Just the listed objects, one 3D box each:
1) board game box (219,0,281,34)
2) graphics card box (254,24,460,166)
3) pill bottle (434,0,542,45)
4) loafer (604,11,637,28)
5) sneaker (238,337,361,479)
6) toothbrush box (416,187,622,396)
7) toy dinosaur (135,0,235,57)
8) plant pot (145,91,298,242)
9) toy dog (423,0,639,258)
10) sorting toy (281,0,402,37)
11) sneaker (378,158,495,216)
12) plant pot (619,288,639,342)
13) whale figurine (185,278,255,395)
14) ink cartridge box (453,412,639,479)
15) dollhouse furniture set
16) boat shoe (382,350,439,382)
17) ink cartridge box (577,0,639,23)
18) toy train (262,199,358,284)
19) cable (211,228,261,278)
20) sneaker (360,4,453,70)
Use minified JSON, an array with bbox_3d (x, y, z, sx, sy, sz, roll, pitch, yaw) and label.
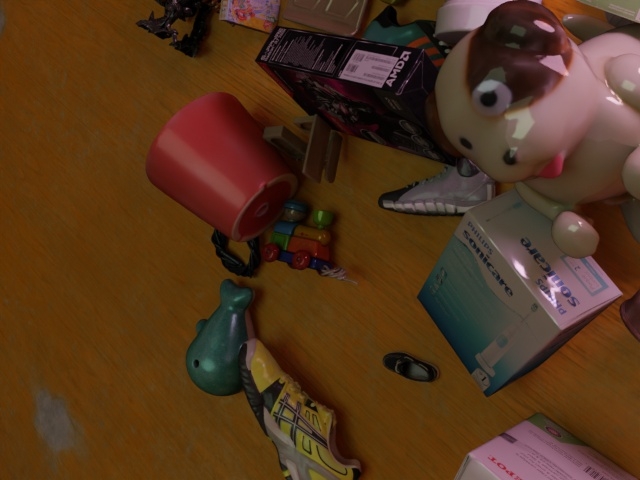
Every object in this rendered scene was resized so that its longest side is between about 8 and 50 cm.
[{"bbox_3d":[-0.150,-0.517,1.479,0.026,0.154,0.104,16,102,38],"label":"board game box"},{"bbox_3d":[0.077,-0.266,1.226,0.370,0.233,0.094,24,80,42],"label":"graphics card box"},{"bbox_3d":[0.294,-0.503,1.080,0.210,0.210,0.363,14,100,38],"label":"pill bottle"},{"bbox_3d":[0.464,-0.375,1.058,0.125,0.039,0.045,63,160,15],"label":"loafer"},{"bbox_3d":[-0.049,0.375,1.454,0.147,0.145,0.385,-30,81,3],"label":"sneaker"},{"bbox_3d":[0.294,0.087,1.071,0.216,0.126,0.296,56,158,23],"label":"toothbrush box"},{"bbox_3d":[-0.321,-0.574,1.631,0.218,0.164,0.322,-60,34,5],"label":"toy dinosaur"},{"bbox_3d":[-0.200,-0.144,1.481,0.243,0.275,0.275,44,118,17],"label":"plant pot"},{"bbox_3d":[0.348,-0.180,0.890,0.284,0.407,0.396,-40,55,58],"label":"toy dog"},{"bbox_3d":[0.066,-0.531,1.381,0.307,0.041,0.229,29,105,35],"label":"sorting toy"},{"bbox_3d":[0.218,-0.112,1.250,0.228,0.086,0.132,4,90,29],"label":"sneaker"},{"bbox_3d":[0.529,0.076,0.922,0.167,0.167,0.165,43,127,30],"label":"plant pot"},{"bbox_3d":[-0.231,0.231,1.583,0.216,0.141,0.272,20,104,37],"label":"whale figurine"},{"bbox_3d":[0.343,0.392,1.036,0.198,0.272,0.115,34,112,34],"label":"ink cartridge box"},{"bbox_3d":[-0.043,-0.165,1.396,0.151,0.144,0.123,0,72,34],"label":"dollhouse furniture set"},{"bbox_3d":[0.170,0.249,1.323,0.125,0.038,0.046,15,101,38],"label":"boat shoe"},{"bbox_3d":[0.478,-0.343,0.936,0.171,0.235,0.056,36,130,32],"label":"ink cartridge box"},{"bbox_3d":[0.000,0.000,1.422,0.248,0.105,0.144,12,86,38],"label":"toy train"},{"bbox_3d":[-0.202,0.007,1.612,0.150,0.047,0.185,-28,75,37],"label":"cable"},{"bbox_3d":[0.202,-0.333,1.228,0.302,0.108,0.121,35,102,24],"label":"sneaker"}]
